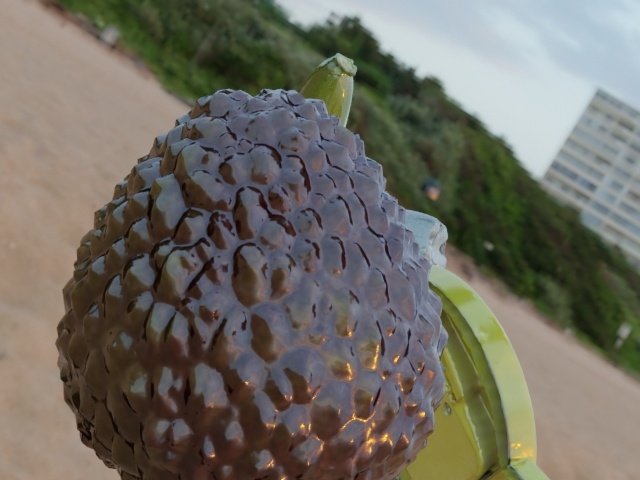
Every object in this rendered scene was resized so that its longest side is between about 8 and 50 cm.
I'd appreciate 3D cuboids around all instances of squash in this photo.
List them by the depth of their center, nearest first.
[{"bbox_3d":[-0.008,-0.107,1.453,0.066,0.201,0.066,14,39,-12],"label":"squash"}]

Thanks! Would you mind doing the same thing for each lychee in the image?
[{"bbox_3d":[-0.039,0.048,0.823,0.235,0.271,0.236,-1,12,0],"label":"lychee"}]

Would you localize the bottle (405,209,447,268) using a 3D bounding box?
[{"bbox_3d":[0.000,0.000,1.522,0.269,0.083,0.083,6,-8,21],"label":"bottle"}]

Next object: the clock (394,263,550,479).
[{"bbox_3d":[0.117,0.160,1.371,0.277,0.071,0.294,-44,-115,55],"label":"clock"}]
